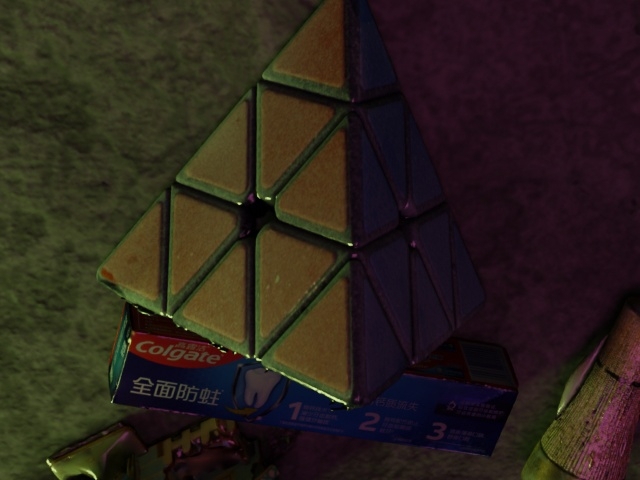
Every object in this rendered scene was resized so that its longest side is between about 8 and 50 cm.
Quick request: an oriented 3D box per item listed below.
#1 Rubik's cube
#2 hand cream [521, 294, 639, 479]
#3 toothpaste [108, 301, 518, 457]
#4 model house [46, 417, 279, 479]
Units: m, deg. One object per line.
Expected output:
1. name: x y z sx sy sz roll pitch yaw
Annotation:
1. Rubik's cube: -0.001 0.001 1.144 0.233 0.228 0.229 -41 82 -23
2. hand cream: 0.240 0.137 1.315 0.084 0.084 0.203 13 115 -16
3. toothpaste: -0.004 0.107 1.262 0.321 0.066 0.076 11 121 -15
4. model house: -0.146 0.275 1.266 0.271 0.206 0.178 -23 124 7
